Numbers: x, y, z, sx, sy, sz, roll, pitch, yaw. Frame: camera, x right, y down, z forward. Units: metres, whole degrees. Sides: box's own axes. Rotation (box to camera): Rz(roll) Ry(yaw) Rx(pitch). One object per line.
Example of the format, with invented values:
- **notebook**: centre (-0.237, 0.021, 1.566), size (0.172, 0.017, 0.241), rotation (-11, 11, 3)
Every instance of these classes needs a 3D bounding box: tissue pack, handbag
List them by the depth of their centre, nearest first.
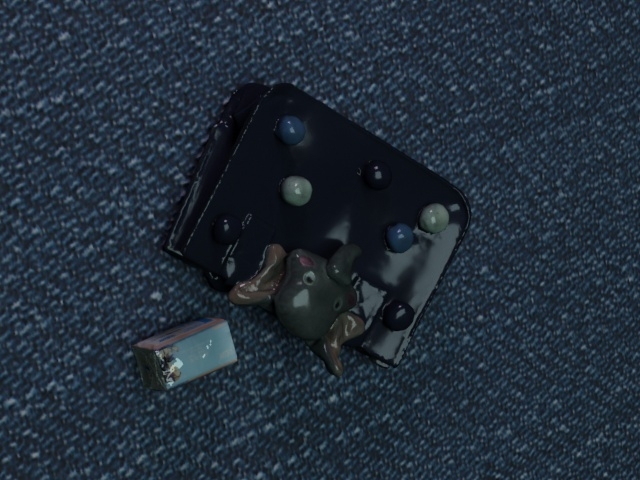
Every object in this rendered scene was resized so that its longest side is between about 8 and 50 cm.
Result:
- **tissue pack**: centre (-0.147, 0.123, 1.598), size (0.094, 0.074, 0.058), rotation (-21, 99, -27)
- **handbag**: centre (0.000, 0.000, 1.654), size (0.326, 0.118, 0.269), rotation (28, 81, -29)
